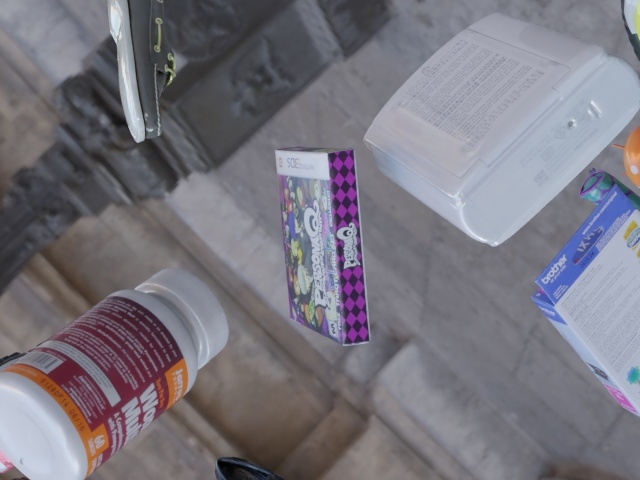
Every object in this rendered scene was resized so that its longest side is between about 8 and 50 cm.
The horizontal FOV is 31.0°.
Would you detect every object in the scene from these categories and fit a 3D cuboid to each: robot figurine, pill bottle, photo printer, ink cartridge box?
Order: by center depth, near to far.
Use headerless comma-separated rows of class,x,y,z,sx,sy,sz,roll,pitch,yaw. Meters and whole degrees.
pill bottle,-0.192,0.121,1.071,0.121,0.221,0.121,22,131,29
photo printer,0.195,-0.145,1.363,0.107,0.256,0.307,47,178,-29
ink cartridge box,0.419,0.084,1.608,0.311,0.186,0.065,47,169,-29
robot figurine,0.631,-0.149,2.026,0.220,0.128,0.158,-4,-175,26

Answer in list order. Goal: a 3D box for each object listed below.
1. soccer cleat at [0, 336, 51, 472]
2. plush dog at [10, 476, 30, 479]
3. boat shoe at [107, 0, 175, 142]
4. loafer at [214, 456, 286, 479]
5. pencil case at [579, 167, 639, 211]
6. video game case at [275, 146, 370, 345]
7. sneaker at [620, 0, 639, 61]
soccer cleat,-0.320,0.177,1.418,0.116,0.109,0.318,60,-150,1
plush dog,-0.315,0.401,1.396,0.262,0.225,0.211,35,139,-30
boat shoe,-0.274,-0.294,1.813,0.109,0.091,0.304,121,141,-59
loafer,-0.085,0.430,1.937,0.223,0.076,0.078,25,161,24
pencil case,0.549,-0.068,2.129,0.152,0.064,0.070,35,150,-15
video game case,0.000,0.000,1.435,0.210,0.042,0.232,-163,67,-70
sneaker,0.451,-0.142,1.170,0.384,0.145,0.147,52,-176,-9
